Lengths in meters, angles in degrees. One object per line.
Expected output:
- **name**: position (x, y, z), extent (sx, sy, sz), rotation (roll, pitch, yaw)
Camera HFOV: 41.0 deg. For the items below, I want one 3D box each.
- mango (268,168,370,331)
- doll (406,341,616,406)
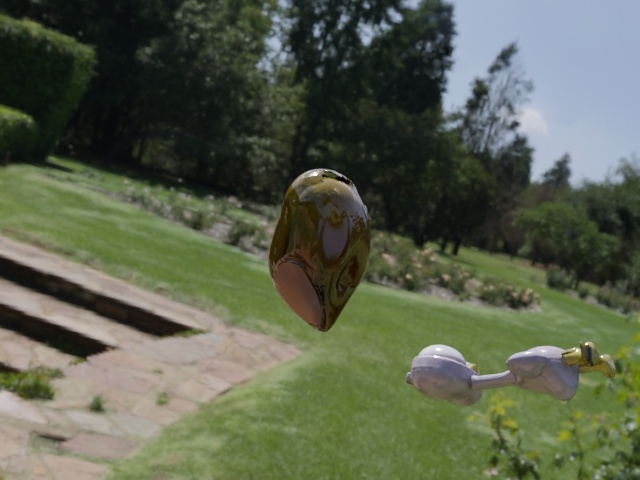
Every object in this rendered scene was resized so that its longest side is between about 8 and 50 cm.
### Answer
- **mango**: position (0.000, 0.000, 1.240), extent (0.136, 0.166, 0.236), rotation (26, -35, 23)
- **doll**: position (0.299, 0.228, 1.446), extent (0.365, 0.094, 0.160), rotation (-8, -26, 37)
